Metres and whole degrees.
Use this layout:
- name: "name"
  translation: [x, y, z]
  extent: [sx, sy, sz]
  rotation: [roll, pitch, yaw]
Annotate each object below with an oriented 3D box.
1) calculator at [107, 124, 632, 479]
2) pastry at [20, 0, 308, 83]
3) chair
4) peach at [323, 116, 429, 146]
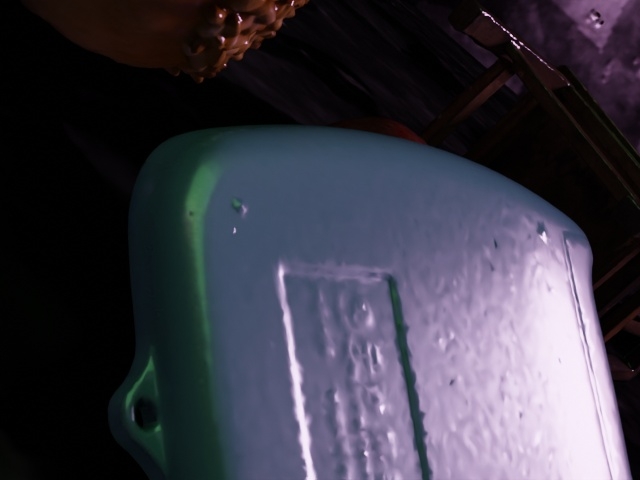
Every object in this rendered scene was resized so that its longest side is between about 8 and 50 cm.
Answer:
- name: "calculator"
  translation: [0.050, 0.073, 0.553]
  extent: [0.386, 0.054, 0.256]
  rotation: [7, 70, -51]
- name: "pastry"
  translation: [-0.075, -0.297, 0.865]
  extent: [0.245, 0.409, 0.409]
  rotation: [26, 20, -15]
- name: "chair"
  translation: [0.215, -0.021, 1.116]
  extent: [0.240, 0.203, 0.416]
  rotation: [53, 18, 24]
- name: "peach"
  translation: [0.000, 0.000, 0.685]
  extent: [0.152, 0.152, 0.152]
  rotation: [38, 17, -13]
